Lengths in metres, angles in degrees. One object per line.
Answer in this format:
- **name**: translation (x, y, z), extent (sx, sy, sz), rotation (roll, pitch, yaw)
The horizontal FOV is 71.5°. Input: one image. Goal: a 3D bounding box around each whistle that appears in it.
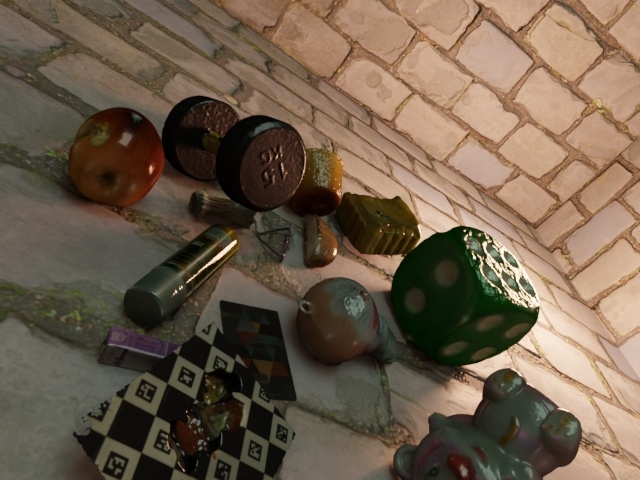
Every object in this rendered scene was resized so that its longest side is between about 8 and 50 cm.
- **whistle**: translation (0.084, 0.188, 0.984), extent (0.347, 0.189, 0.189), rotation (30, 28, -39)

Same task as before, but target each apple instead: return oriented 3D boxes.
- **apple**: translation (-0.406, -0.161, 0.884), extent (0.199, 0.199, 0.199), rotation (29, 30, -19)

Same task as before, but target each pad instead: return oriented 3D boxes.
- **pad**: translation (-0.123, 0.209, 0.863), extent (0.142, 0.003, 0.211), rotation (18, 36, -34)

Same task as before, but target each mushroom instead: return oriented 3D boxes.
- **mushroom**: translation (0.001, -0.002, 1.238), extent (0.094, 0.072, 0.210), rotation (36, 27, -25)

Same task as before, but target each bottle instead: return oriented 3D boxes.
- **bottle**: translation (-0.252, 0.055, 0.847), extent (0.082, 0.082, 0.286), rotation (39, 28, -2)

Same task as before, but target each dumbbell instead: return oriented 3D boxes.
- **dumbbell**: translation (-0.206, -0.207, 1.030), extent (0.322, 0.204, 0.203), rotation (28, 17, 39)

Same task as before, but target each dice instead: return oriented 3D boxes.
- **dice**: translation (0.396, 0.157, 1.243), extent (0.297, 0.300, 0.287), rotation (20, 36, -33)

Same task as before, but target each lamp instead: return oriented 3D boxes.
- **lamp**: translation (0.308, 0.412, 0.823), extent (0.247, 0.301, 0.247), rotation (40, -16, 38)

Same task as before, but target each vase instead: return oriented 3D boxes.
- **vase**: translation (-0.235, -0.078, 1.066), extent (0.148, 0.081, 0.081), rotation (11, 39, -37)

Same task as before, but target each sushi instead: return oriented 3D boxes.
- **sushi**: translation (-0.178, 0.289, 0.640), extent (0.264, 0.050, 0.290), rotation (55, 26, -3)

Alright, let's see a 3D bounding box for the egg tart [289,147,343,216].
- **egg tart**: translation (-0.020, -0.161, 1.339), extent (0.202, 0.202, 0.147), rotation (18, 50, -35)

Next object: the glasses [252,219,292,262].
- **glasses**: translation (-0.130, -0.009, 1.141), extent (0.103, 0.063, 0.140), rotation (12, 33, -4)

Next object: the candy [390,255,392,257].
- **candy**: translation (0.202, -0.021, 1.541), extent (0.102, 0.032, 0.178), rotation (27, 31, -22)

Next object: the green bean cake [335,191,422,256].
- **green bean cake**: translation (0.189, -0.066, 1.442), extent (0.236, 0.124, 0.233), rotation (1, 42, -29)

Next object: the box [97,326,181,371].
- **box**: translation (-0.274, 0.174, 0.686), extent (0.117, 0.051, 0.036), rotation (23, 34, -25)
